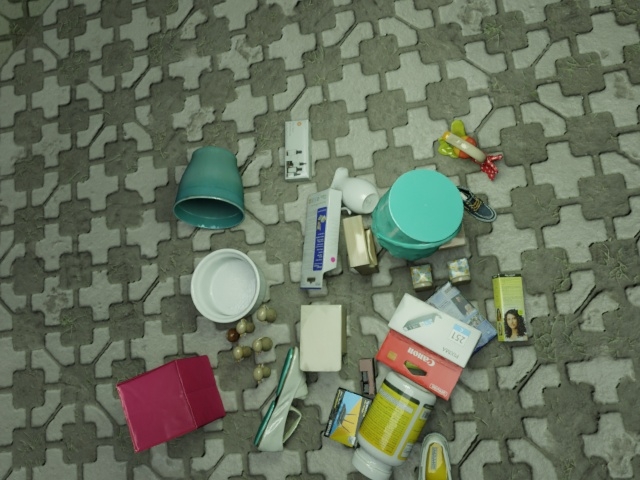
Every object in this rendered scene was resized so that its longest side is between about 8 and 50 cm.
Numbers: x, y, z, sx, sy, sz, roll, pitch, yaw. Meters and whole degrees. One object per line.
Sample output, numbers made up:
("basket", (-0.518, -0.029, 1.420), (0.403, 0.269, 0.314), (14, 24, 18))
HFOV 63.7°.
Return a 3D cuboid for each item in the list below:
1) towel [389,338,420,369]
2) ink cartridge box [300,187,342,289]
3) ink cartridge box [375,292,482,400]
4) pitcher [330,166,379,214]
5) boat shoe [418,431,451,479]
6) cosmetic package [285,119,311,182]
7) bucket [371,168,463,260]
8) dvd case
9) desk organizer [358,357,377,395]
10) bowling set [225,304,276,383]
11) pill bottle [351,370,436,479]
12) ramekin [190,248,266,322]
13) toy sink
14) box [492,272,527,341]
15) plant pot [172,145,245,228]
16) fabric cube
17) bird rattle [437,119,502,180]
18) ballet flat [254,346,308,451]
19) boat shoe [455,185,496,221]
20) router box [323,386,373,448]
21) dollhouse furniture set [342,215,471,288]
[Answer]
("towel", (0.358, 0.412, 1.844), (0.237, 0.021, 0.102), (4, 84, 18))
("ink cartridge box", (0.000, 0.000, 1.922), (0.069, 0.175, 0.371), (11, 80, -27))
("ink cartridge box", (0.370, 0.367, 1.799), (0.296, 0.066, 0.261), (27, 84, 22))
("pitcher", (0.113, -0.159, 1.934), (0.207, 0.125, 0.178), (39, 108, 44))
("boat shoe", (0.389, 0.842, 1.713), (0.135, 0.156, 0.367), (2, 81, 13))
("cosmetic package", (-0.088, -0.356, 2.052), (0.098, 0.060, 0.239), (-3, 81, 11))
("bucket", (0.313, -0.083, 1.654), (0.281, 0.183, 0.281), (2, 75, -6))
("dvd case", (0.482, 0.294, 1.848), (0.180, 0.022, 0.253), (-42, 76, 4))
("desk organizer", (0.172, 0.494, 1.872), (0.050, 0.047, 0.130), (-6, 80, 14))
("bowling set", (-0.281, 0.384, 1.931), (0.199, 0.154, 0.287), (0, 81, 12))
("pill bottle", (0.242, 0.637, 1.761), (0.187, 0.188, 0.334), (27, 87, 15))
("ramekin", (-0.344, 0.178, 1.984), (0.277, 0.135, 0.278), (-2, 80, 13))
("toy sink", (0.014, 0.358, 1.884), (0.152, 0.131, 0.234), (-3, 76, 12))
("box", (0.658, 0.232, 1.791), (0.087, 0.058, 0.233), (-2, 80, -5))
("plant pot", (-0.422, -0.216, 2.013), (0.271, 0.272, 0.255), (-4, 66, 12))
("fabric cube", (-0.545, 0.590, 1.904), (0.254, 0.258, 0.259), (-23, 77, 9))
("bird rattle", (0.528, -0.317, 1.850), (0.253, 0.207, 0.143), (48, 112, 24))
("ballet flat", (-0.119, 0.590, 1.892), (0.139, 0.139, 0.401), (21, 90, 14))
("boat shoe", (0.555, -0.131, 1.865), (0.183, 0.083, 0.065), (35, 90, 15))
("router box", (0.101, 0.640, 1.864), (0.133, 0.046, 0.179), (16, 85, 14))
("dollhouse furniture set", (0.302, -0.007, 1.803), (0.393, 0.256, 0.362), (-12, 76, 12))
